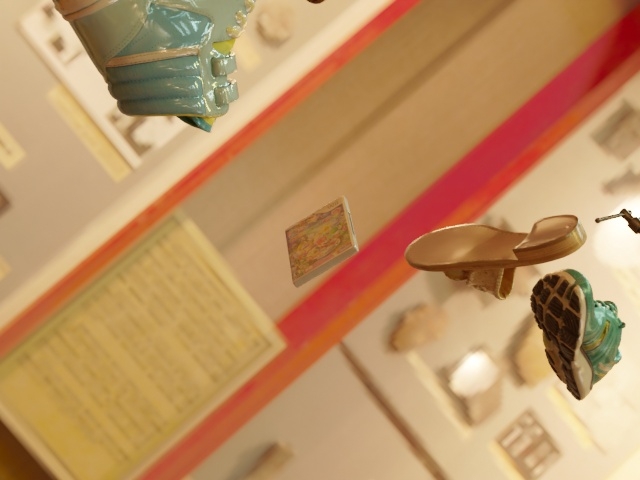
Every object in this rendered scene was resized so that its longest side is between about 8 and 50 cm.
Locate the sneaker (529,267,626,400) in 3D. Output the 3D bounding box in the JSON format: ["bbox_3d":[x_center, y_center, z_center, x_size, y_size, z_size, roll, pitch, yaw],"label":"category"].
[{"bbox_3d":[0.366,0.114,2.086,0.107,0.110,0.275,51,-9,34],"label":"sneaker"}]

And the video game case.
[{"bbox_3d":[0.000,0.000,1.788,0.011,0.087,0.122,52,14,-29],"label":"video game case"}]

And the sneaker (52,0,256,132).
[{"bbox_3d":[-0.098,-0.233,1.536,0.208,0.319,0.127,68,-14,-17],"label":"sneaker"}]

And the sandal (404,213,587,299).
[{"bbox_3d":[0.195,0.031,1.629,0.240,0.088,0.079,-8,-62,46],"label":"sandal"}]

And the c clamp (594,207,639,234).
[{"bbox_3d":[0.434,0.010,1.843,0.160,0.137,0.022,45,-45,25],"label":"c clamp"}]

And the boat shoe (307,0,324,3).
[{"bbox_3d":[-0.012,-0.401,1.697,0.123,0.116,0.324,20,-30,32],"label":"boat shoe"}]
